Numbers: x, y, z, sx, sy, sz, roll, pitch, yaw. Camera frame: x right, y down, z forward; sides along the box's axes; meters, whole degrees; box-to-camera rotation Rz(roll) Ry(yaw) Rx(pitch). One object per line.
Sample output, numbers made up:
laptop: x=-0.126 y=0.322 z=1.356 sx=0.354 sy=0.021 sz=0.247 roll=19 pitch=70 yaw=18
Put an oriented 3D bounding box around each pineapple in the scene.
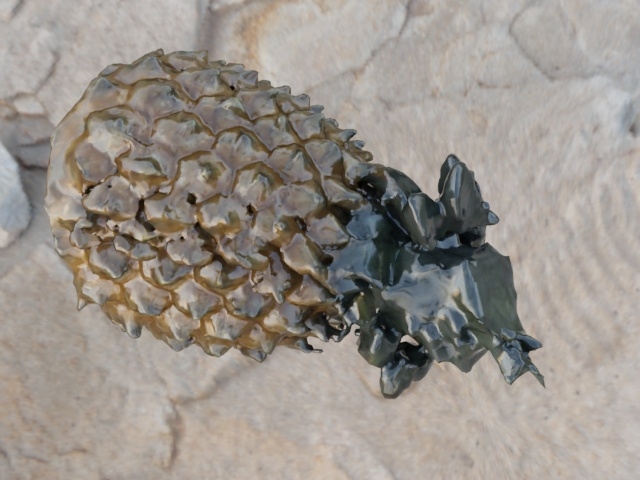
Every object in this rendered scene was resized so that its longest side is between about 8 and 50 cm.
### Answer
pineapple: x=0.001 y=-0.001 z=0.760 sx=0.357 sy=0.223 sz=0.223 roll=17 pitch=84 yaw=16
